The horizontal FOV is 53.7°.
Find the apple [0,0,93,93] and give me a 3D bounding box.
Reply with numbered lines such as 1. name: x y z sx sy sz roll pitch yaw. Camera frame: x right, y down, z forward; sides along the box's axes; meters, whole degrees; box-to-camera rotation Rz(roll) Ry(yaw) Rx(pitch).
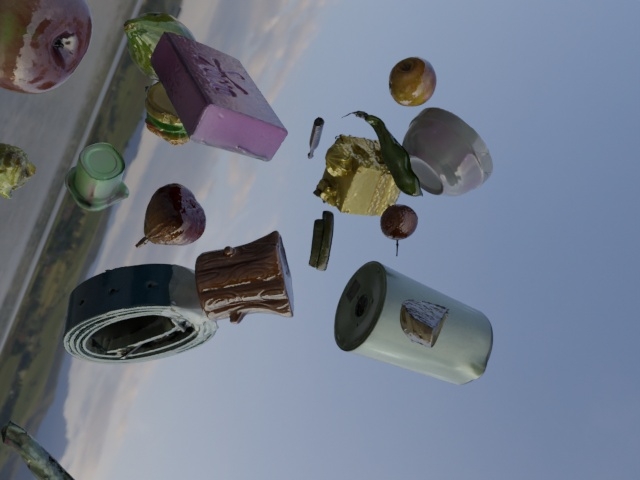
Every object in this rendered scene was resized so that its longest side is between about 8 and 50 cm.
1. apple: -0.648 -0.477 1.399 0.305 0.235 0.305 -60 167 -24

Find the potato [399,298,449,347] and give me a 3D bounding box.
1. potato: 0.212 0.191 1.370 0.172 0.101 0.089 -29 134 -68

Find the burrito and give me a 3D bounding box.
1. burrito: -0.745 0.609 1.702 0.096 0.309 0.066 -16 -157 50

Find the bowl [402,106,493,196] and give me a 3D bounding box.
1. bowl: 0.349 -0.237 1.858 0.144 0.287 0.287 -44 -162 -15

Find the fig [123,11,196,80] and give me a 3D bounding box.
1. fig: -0.415 -0.508 1.614 0.167 0.233 0.167 -13 -127 18

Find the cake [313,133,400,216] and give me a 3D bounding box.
1. cake: 0.123 -0.232 2.233 0.222 0.286 0.227 -114 -145 -50

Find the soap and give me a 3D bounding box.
1. soap: -0.189 -0.264 1.158 0.081 0.181 0.259 -54 -133 25

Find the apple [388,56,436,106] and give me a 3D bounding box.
1. apple: 0.263 -0.458 1.807 0.146 0.147 0.146 -48 -150 39

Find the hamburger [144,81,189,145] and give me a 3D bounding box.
1. hamburger: -0.455 -0.404 2.049 0.237 0.237 0.148 -92 -168 -45

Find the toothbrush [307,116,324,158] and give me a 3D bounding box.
1. toothbrush: -0.022 -0.377 2.385 0.364 0.041 0.040 113 -7 -76

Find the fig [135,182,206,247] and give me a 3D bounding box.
1. fig: -0.281 -0.030 1.211 0.119 0.119 0.153 -90 -156 -43

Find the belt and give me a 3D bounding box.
1. belt: -0.499 0.210 1.758 0.437 0.300 0.173 -18 -126 6

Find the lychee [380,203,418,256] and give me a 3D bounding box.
1. lychee: 0.213 -0.045 1.754 0.114 0.101 0.140 -55 174 -16

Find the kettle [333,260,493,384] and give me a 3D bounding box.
1. kettle: 0.247 0.216 1.767 0.250 0.377 0.361 -62 -159 14

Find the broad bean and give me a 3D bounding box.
1. broad bean: 0.192 -0.247 1.792 0.098 0.318 0.056 -35 168 -16

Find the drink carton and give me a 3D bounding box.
1. drink carton: -0.594 -0.178 1.690 0.144 0.146 0.142 -31 174 -33

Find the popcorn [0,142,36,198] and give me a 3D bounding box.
1. popcorn: -0.869 -0.195 1.700 0.142 0.174 0.173 -54 -154 31

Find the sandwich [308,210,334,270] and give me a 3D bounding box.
1. sandwich: -0.002 -0.006 2.540 0.159 0.079 0.235 -129 -130 -77

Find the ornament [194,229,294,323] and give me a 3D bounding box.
1. ornament: -0.188 0.106 1.594 0.235 0.218 0.221 73 7 -74
